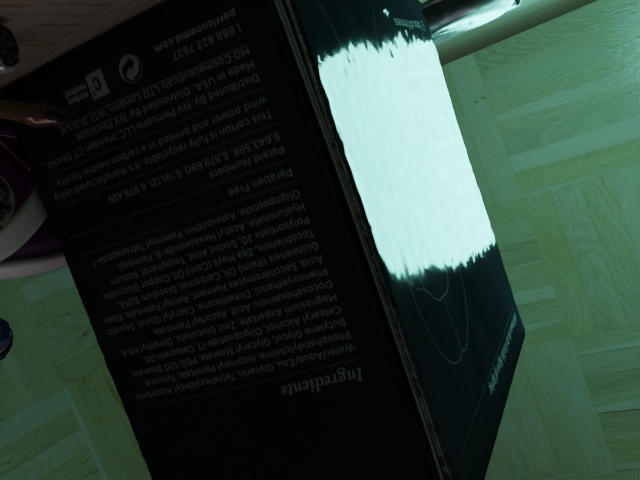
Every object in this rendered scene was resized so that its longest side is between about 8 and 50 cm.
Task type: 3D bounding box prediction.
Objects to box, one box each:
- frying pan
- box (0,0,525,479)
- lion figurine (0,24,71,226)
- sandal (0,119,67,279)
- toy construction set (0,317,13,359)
[{"bbox_3d":[0.243,-0.359,1.166,0.197,0.053,0.326,-15,-175,40],"label":"frying pan"},{"bbox_3d":[0.000,0.000,0.821,0.297,0.472,0.480,-18,-174,24],"label":"box"},{"bbox_3d":[-0.319,-0.015,0.385,0.240,0.142,0.392,-12,-168,15],"label":"lion figurine"},{"bbox_3d":[-0.304,-0.045,0.652,0.102,0.169,0.416,-41,175,31],"label":"sandal"},{"bbox_3d":[-0.504,0.022,0.884,0.237,0.258,0.309,-5,-171,-26],"label":"toy construction set"}]
